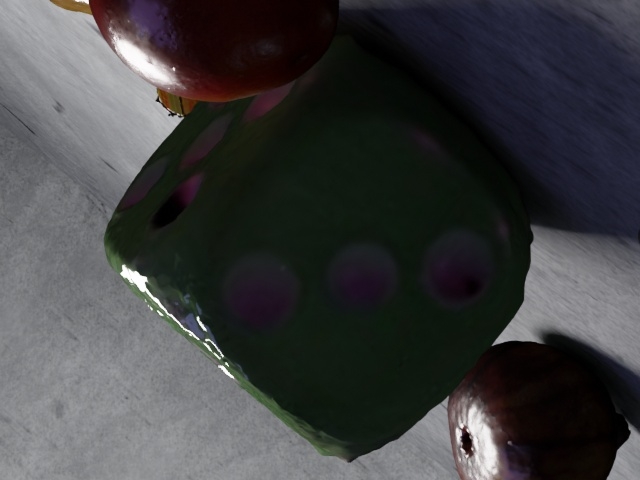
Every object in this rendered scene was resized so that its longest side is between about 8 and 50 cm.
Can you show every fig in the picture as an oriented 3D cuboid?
[{"bbox_3d":[0.259,0.226,2.276,0.235,0.214,0.235,-24,-90,-89],"label":"fig"}]

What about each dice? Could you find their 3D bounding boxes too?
[{"bbox_3d":[0.000,0.000,1.904,0.322,0.330,0.318,44,174,-20],"label":"dice"}]

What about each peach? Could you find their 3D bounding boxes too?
[{"bbox_3d":[-0.096,-0.229,1.659,0.243,0.199,0.243,31,161,12],"label":"peach"}]

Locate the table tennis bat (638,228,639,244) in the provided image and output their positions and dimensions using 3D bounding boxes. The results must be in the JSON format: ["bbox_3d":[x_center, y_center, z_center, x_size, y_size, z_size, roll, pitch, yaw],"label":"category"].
[{"bbox_3d":[0.328,0.032,1.693,0.100,0.019,0.155,34,165,30],"label":"table tennis bat"}]

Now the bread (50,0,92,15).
[{"bbox_3d":[-0.295,-0.353,1.998,0.270,0.148,0.270,40,169,9],"label":"bread"}]

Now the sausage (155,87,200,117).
[{"bbox_3d":[-0.174,-0.241,2.234,0.082,0.082,0.371,40,168,10],"label":"sausage"}]
